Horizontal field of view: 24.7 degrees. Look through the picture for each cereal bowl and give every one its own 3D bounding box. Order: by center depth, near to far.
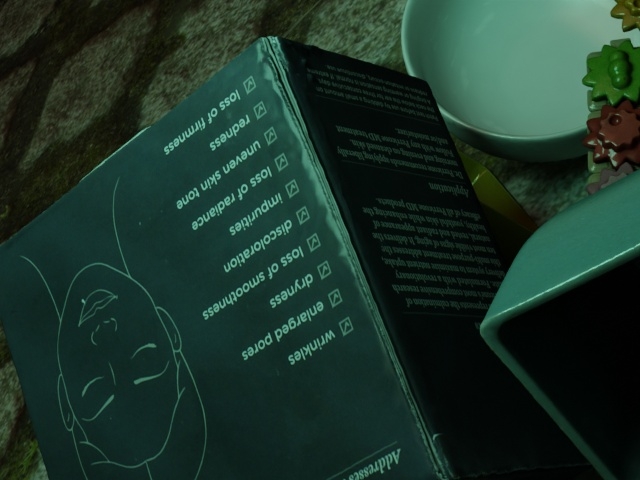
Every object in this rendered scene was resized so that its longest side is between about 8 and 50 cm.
[{"bbox_3d":[0.275,-0.235,1.778,0.339,0.141,0.339,-8,61,15],"label":"cereal bowl"}]

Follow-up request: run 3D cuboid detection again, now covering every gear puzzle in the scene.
[{"bbox_3d":[0.373,-0.163,1.599,0.175,0.044,0.339,-5,63,18],"label":"gear puzzle"}]

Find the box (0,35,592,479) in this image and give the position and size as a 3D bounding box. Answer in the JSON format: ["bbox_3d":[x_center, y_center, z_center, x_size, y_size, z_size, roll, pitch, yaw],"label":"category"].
[{"bbox_3d":[-0.053,0.124,1.546,0.480,0.297,0.472,-34,65,31],"label":"box"}]

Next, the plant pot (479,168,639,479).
[{"bbox_3d":[0.334,0.044,1.376,0.248,0.247,0.252,-30,21,32],"label":"plant pot"}]

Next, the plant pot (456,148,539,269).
[{"bbox_3d":[0.109,-0.017,1.782,0.187,0.212,0.212,-55,29,16],"label":"plant pot"}]
